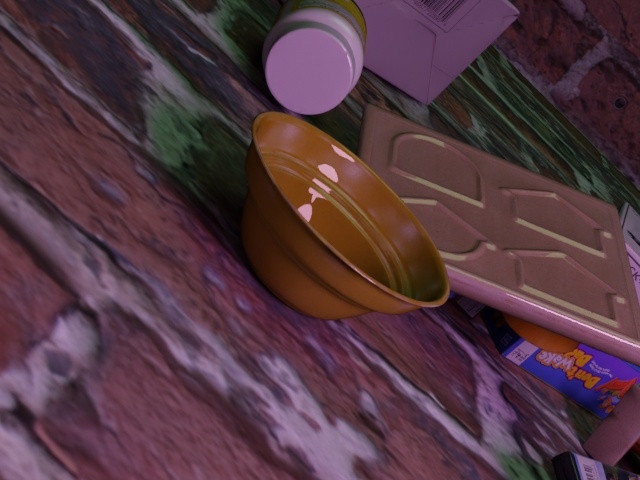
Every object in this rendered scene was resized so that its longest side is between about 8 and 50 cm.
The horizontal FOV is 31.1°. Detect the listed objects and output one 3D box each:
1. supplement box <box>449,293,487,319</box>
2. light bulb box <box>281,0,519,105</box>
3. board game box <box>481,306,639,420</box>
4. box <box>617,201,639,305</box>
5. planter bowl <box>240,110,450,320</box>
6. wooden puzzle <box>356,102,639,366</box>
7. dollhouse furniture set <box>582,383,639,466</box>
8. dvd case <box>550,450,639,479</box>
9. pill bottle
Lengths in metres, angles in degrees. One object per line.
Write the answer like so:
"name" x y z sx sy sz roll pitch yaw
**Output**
"supplement box" 0.155 0.039 1.278 0.083 0.043 0.055 44 19 -6
"light bulb box" 0.071 -0.460 1.836 0.358 0.225 0.361 23 30 -49
"board game box" 0.267 0.049 1.439 0.233 0.078 0.347 33 23 -33
"box" 0.406 0.055 1.464 0.169 0.087 0.290 48 18 4
"planter bowl" 0.000 0.000 0.958 0.217 0.090 0.217 37 23 -18
"wooden puzzle" 0.176 -0.001 1.216 0.322 0.080 0.348 22 27 -7
"dollhouse furniture set" 0.429 0.298 1.260 0.262 0.135 0.259 23 18 -48
"dvd case" 0.297 0.294 1.022 0.253 0.022 0.180 25 44 -46
"pill bottle" -0.007 -0.225 1.361 0.119 0.119 0.208 42 20 -13
